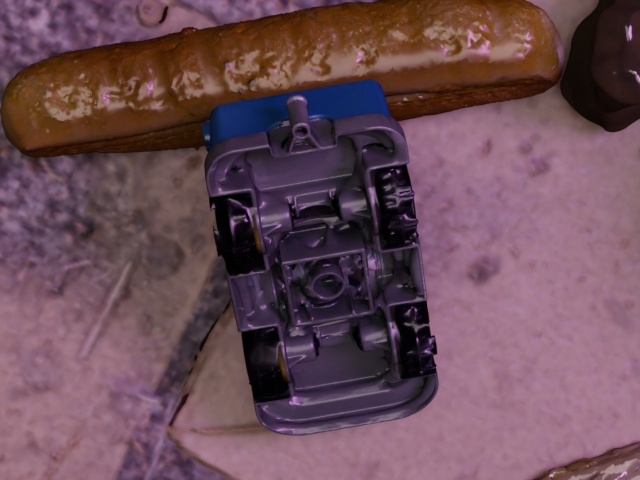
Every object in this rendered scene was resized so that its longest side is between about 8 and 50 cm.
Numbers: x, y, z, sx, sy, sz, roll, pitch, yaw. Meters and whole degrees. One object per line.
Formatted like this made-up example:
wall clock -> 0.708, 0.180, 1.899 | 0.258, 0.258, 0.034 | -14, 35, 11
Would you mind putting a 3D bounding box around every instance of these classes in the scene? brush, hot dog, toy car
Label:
brush -> 0.228, -0.185, 0.905 | 0.071, 0.084, 0.301 | 36, 86, 0
hot dog -> -0.021, -0.085, 0.902 | 0.286, 0.088, 0.061 | -8, 87, -3
toy car -> 0.000, 0.000, 0.890 | 0.097, 0.100, 0.191 | -9, 125, 0

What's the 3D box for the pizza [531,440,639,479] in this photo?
pizza -> 0.110, 0.207, 0.935 | 0.262, 0.034, 0.181 | -27, 91, 0
